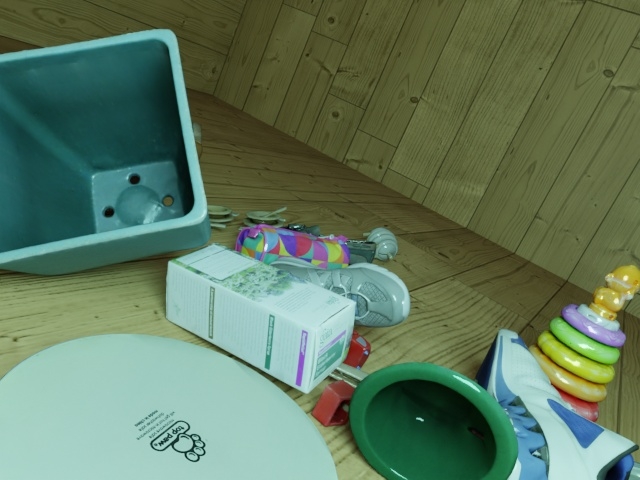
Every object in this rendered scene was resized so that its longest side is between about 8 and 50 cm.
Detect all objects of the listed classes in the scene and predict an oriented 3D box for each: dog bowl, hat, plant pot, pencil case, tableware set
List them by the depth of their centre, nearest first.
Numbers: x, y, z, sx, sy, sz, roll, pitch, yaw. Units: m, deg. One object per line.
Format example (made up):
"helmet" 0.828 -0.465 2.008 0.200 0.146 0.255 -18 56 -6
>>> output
"dog bowl" -0.123 0.186 0.410 0.265 0.104 0.265 22 16 -7
"hat" 0.141 0.178 0.643 0.173 0.208 0.183 50 35 0
"plant pot" -0.271 -0.080 0.719 0.248 0.247 0.252 -12 -14 -6
"pencil case" -0.048 0.026 1.055 0.236 0.104 0.104 7 23 -44
"tableware set" -0.173 -0.058 1.155 0.194 0.039 0.128 7 15 3

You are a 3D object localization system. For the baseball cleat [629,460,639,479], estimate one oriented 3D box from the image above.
"baseball cleat" 0.435 0.332 0.806 0.206 0.072 0.109 26 16 6

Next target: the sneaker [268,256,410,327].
"sneaker" 0.005 0.096 0.860 0.281 0.105 0.115 3 19 35

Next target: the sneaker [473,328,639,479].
"sneaker" 0.310 0.264 0.742 0.182 0.127 0.315 20 22 4

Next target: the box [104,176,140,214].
"box" -0.480 -0.127 0.857 0.191 0.143 0.381 30 15 18

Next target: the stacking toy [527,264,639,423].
"stacking toy" 0.439 0.170 0.911 0.175 0.302 0.166 20 16 -12

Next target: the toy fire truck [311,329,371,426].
"toy fire truck" 0.028 0.179 0.756 0.135 0.047 0.192 35 18 32

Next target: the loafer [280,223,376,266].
"loafer" 0.000 0.000 1.230 0.267 0.084 0.096 19 16 -16

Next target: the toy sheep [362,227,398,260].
"toy sheep" 0.161 0.012 1.436 0.091 0.091 0.132 15 32 -29

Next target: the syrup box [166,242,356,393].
"syrup box" -0.082 0.091 0.700 0.237 0.096 0.093 21 27 27

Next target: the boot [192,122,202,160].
"boot" -0.353 -0.212 1.292 0.073 0.152 0.197 7 6 33
